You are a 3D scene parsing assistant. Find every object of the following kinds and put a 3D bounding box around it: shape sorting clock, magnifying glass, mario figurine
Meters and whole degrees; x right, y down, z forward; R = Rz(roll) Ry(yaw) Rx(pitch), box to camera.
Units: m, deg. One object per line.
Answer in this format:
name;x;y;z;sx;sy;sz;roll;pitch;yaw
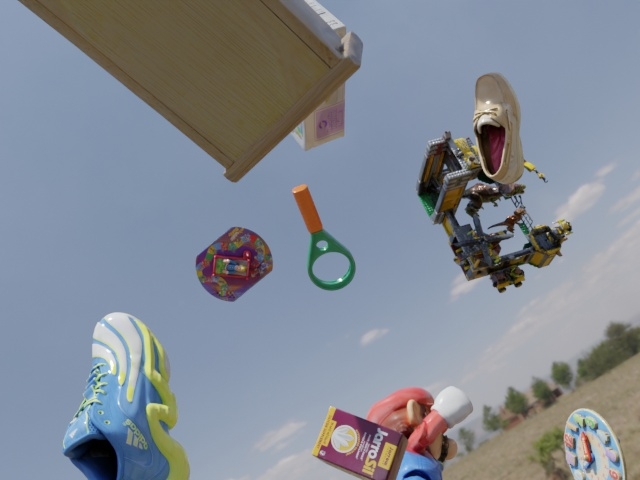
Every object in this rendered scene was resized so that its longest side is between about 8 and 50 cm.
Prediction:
shape sorting clock;0.592;0.473;1.305;0.040;0.206;0.206;-3;-28;-7
magnifying glass;0.000;0.000;1.102;0.092;0.026;0.230;-20;-59;4
mario figurine;0.167;0.352;0.905;0.198;0.170;0.320;-28;21;20

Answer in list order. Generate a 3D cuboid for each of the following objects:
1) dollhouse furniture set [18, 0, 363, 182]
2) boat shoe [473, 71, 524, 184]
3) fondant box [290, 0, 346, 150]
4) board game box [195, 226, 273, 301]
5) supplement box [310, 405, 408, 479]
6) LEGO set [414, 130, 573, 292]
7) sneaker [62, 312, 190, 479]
dollhouse furniture set;-0.095;-0.292;0.645;0.256;0.394;0.362;40;-58;-22
boat shoe;0.252;-0.166;0.868;0.059;0.169;0.063;-2;-12;-43
fondant box;-0.071;-0.369;1.176;0.096;0.330;0.238;-22;-39;-18
board game box;-0.188;0.054;1.303;0.169;0.133;0.033;-39;12;-2
supplement box;0.041;0.215;0.618;0.055;0.083;0.043;-66;-27;-23
LEGO set;0.334;-0.087;1.159;0.255;0.331;0.192;-9;-30;-7
sneaker;-0.223;0.175;0.658;0.091;0.240;0.126;-37;-27;10
